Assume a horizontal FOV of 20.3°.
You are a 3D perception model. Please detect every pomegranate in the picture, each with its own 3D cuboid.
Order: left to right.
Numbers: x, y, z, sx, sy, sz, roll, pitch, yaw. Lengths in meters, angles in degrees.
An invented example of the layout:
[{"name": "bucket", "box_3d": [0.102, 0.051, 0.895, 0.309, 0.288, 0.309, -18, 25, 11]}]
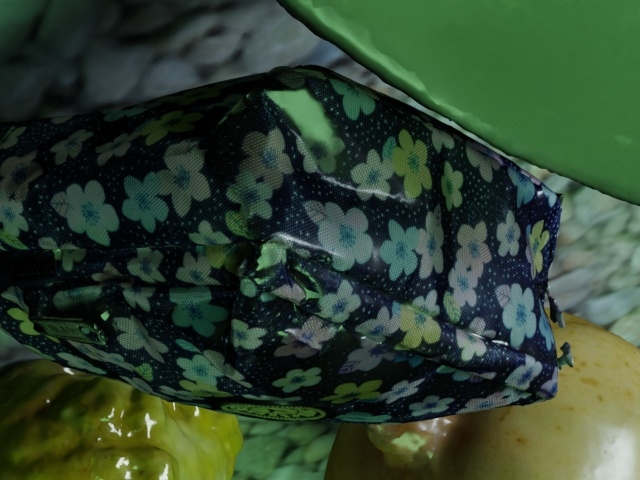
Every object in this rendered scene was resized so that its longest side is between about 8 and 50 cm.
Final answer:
[{"name": "pomegranate", "box_3d": [0.105, 0.136, 0.945, 0.207, 0.207, 0.207, -16, 145, -11]}]

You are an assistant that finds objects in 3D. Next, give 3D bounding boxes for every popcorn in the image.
[{"name": "popcorn", "box_3d": [-0.119, 0.151, 0.876, 0.197, 0.155, 0.198, -24, 142, -20]}]

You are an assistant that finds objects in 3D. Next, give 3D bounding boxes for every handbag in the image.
[{"name": "handbag", "box_3d": [-0.034, 0.004, 0.696, 0.207, 0.127, 0.228, -4, 165, 38]}]

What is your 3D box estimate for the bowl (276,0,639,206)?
[{"name": "bowl", "box_3d": [0.133, -0.153, 0.519, 0.185, 0.353, 0.354, -65, 149, -17]}]
